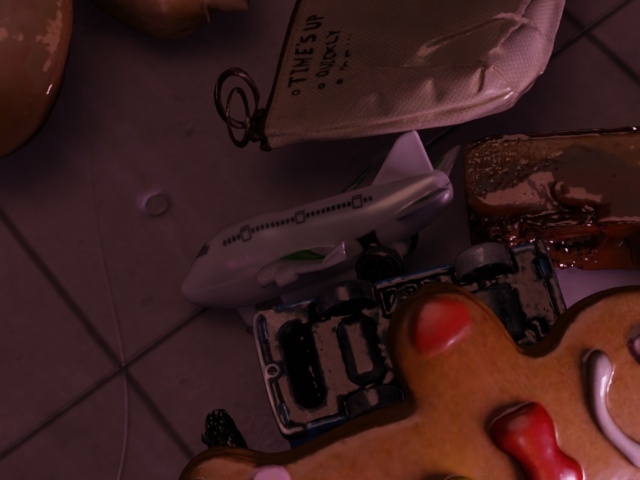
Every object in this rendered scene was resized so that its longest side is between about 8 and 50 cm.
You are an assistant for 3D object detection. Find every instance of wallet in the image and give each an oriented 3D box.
[{"bbox_3d":[0.078,-0.198,1.654,0.275,0.068,0.335,-1,46,21],"label":"wallet"}]

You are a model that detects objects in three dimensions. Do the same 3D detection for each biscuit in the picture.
[{"bbox_3d":[0.114,0.172,1.387,0.432,0.064,0.283,-27,95,-1],"label":"biscuit"}]

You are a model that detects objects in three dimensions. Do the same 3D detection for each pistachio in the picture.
[{"bbox_3d":[-0.295,-0.195,1.702,0.213,0.163,0.260,5,81,29],"label":"pistachio"}]

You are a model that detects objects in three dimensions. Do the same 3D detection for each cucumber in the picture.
[{"bbox_3d":[-0.058,0.193,1.522,0.033,0.034,0.135,-24,59,-9],"label":"cucumber"}]

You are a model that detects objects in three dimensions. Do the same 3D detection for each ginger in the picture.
[{"bbox_3d":[-0.167,-0.276,1.753,0.267,0.152,0.138,40,76,8],"label":"ginger"}]

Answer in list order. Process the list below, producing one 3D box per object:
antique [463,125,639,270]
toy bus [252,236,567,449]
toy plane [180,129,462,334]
[{"bbox_3d":[0.268,-0.033,1.557,0.310,0.087,0.093,-2,61,9],"label":"antique"},{"bbox_3d":[0.073,0.092,1.495,0.234,0.133,0.116,-14,67,-2],"label":"toy bus"},{"bbox_3d":[0.003,0.004,1.566,0.255,0.101,0.251,-27,13,18],"label":"toy plane"}]
